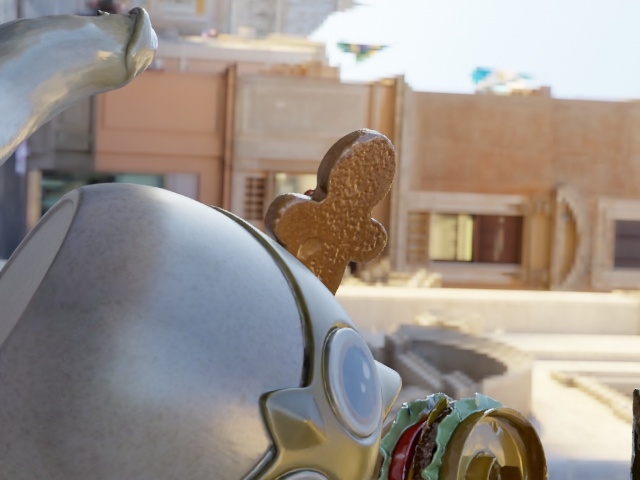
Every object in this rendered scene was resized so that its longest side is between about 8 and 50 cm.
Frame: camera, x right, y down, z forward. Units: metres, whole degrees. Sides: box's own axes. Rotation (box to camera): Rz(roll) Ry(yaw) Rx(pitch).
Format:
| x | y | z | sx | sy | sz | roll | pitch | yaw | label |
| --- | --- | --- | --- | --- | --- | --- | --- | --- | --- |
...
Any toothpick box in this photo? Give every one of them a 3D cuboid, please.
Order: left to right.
| x | y | z | sx | sy | sz | roll | pitch | yaw | label |
| --- | --- | --- | --- | --- | --- | --- | --- | --- | --- |
| -0.145 | 0.174 | 1.331 | 0.409 | 0.425 | 0.409 | -46 | -158 | 25 | toothpick box |

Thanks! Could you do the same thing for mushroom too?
| x | y | z | sx | sy | sz | roll | pitch | yaw | label |
| --- | --- | --- | --- | --- | --- | --- | --- | --- | --- |
| -0.334 | -0.158 | 1.402 | 0.397 | 0.177 | 0.126 | -47 | 134 | -47 | mushroom |

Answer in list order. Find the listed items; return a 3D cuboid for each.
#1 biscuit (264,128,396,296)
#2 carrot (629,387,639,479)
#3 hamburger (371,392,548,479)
| x | y | z | sx | sy | sz | roll | pitch | yaw | label |
| --- | --- | --- | --- | --- | --- | --- | --- | --- | --- |
| -0.002 | -0.001 | 1.701 | 0.049 | 0.205 | 0.324 | 41 | -69 | 43 | biscuit |
| 0.512 | 0.373 | 1.678 | 0.241 | 0.241 | 0.341 | -150 | -117 | -80 | carrot |
| 0.186 | 0.361 | 1.933 | 0.212 | 0.274 | 0.274 | -6 | -100 | 41 | hamburger |
